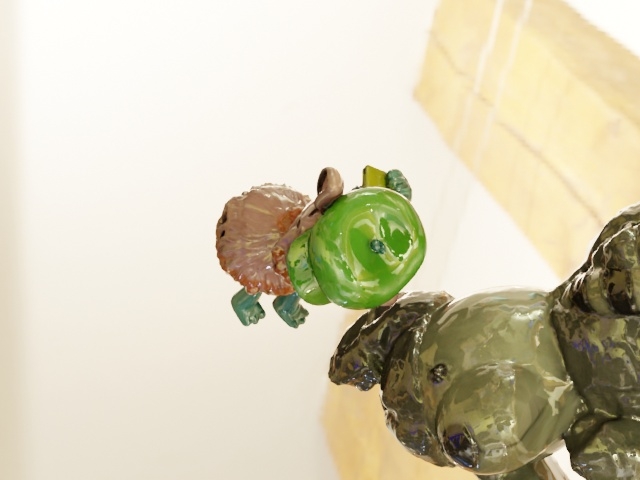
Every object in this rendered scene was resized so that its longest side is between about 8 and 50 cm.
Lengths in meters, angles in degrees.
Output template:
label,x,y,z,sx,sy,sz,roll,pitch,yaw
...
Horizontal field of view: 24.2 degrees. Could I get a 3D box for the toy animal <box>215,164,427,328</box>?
label,x,y,z,sx,sy,sz,roll,pitch,yaw
toy animal,0.000,0.000,0.863,0.100,0.103,0.208,58,-19,0

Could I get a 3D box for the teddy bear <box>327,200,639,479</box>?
label,x,y,z,sx,sy,sz,roll,pitch,yaw
teddy bear,0.132,0.086,0.804,0.251,0.171,0.144,-28,-168,22
